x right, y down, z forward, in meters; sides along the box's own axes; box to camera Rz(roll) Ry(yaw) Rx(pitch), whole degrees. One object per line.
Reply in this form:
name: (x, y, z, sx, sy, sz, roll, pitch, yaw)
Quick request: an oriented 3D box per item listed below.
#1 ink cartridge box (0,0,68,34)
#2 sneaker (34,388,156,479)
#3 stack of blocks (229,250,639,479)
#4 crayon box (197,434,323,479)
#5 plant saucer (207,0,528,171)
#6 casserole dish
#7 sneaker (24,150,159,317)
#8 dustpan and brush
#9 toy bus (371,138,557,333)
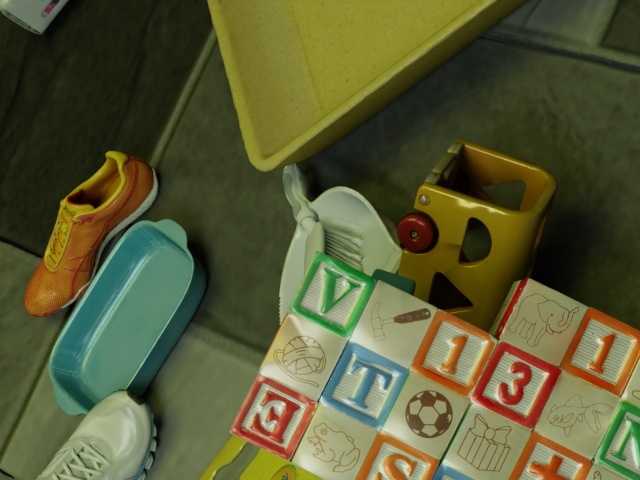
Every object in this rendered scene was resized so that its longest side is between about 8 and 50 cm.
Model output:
ink cartridge box: (-0.264, -0.418, 1.987, 0.330, 0.071, 0.324, -48, 45, 8)
sneaker: (-0.204, 0.207, 1.594, 0.071, 0.083, 0.191, 35, 99, 15)
stack of blocks: (0.112, 0.110, 1.243, 0.297, 0.087, 0.171, 26, 87, 3)
crayon box: (0.014, 0.262, 1.383, 0.202, 0.081, 0.318, -51, 46, 10)
plant saucer: (0.057, -0.250, 1.604, 0.332, 0.081, 0.333, -35, 49, 24)
casserole dish: (-0.162, 0.071, 1.670, 0.114, 0.037, 0.188, 35, 95, 45)
sneaker: (-0.219, -0.009, 1.739, 0.175, 0.067, 0.064, -55, 46, 8)
dustpan and brush: (0.000, 0.000, 1.536, 0.147, 0.060, 0.211, -58, 18, 27)
toy bus: (0.105, 0.033, 1.397, 0.104, 0.202, 0.191, 19, 76, 12)
